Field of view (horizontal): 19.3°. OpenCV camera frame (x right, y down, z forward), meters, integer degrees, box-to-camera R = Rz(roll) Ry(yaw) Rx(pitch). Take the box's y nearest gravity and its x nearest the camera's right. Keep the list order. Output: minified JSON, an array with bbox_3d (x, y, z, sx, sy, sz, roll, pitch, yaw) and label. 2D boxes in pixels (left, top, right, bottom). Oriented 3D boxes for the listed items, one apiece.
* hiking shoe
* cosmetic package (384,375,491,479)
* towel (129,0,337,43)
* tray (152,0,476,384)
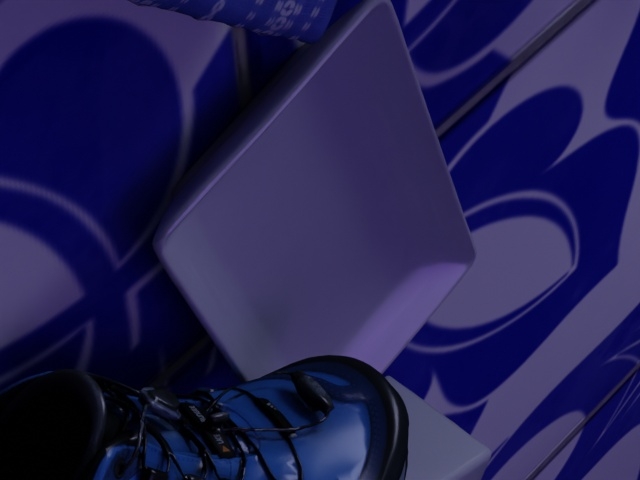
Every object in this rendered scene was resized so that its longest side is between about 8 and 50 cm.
[{"bbox_3d":[-0.072,0.106,0.757,0.304,0.113,0.132,-24,139,-37],"label":"hiking shoe"},{"bbox_3d":[-0.019,0.170,0.987,0.231,0.085,0.117,-25,143,-49],"label":"cosmetic package"},{"bbox_3d":[-0.034,-0.181,0.557,0.336,0.040,0.243,4,119,-58],"label":"towel"},{"bbox_3d":[0.000,0.000,0.867,0.145,0.030,0.270,-48,154,-11],"label":"tray"}]
